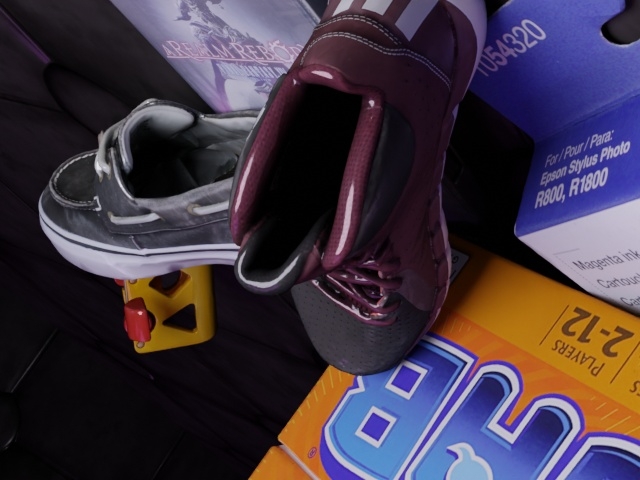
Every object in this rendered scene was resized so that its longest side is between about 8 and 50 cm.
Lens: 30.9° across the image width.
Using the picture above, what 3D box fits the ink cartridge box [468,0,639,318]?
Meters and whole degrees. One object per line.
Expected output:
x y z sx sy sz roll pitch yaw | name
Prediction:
0.224 -0.005 0.495 0.330 0.071 0.324 34 163 -9 | ink cartridge box

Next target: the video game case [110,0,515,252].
-0.013 -0.092 0.746 0.196 0.026 0.274 13 154 48 | video game case

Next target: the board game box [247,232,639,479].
0.166 0.265 0.688 0.356 0.356 0.356 38 176 -29 | board game box

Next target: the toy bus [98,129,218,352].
-0.146 0.004 1.100 0.104 0.191 0.202 -9 170 -13 | toy bus

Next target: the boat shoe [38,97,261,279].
-0.097 -0.049 0.812 0.335 0.121 0.119 1 138 41 | boat shoe

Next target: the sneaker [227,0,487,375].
0.000 0.000 0.582 0.106 0.162 0.281 18 133 17 | sneaker
